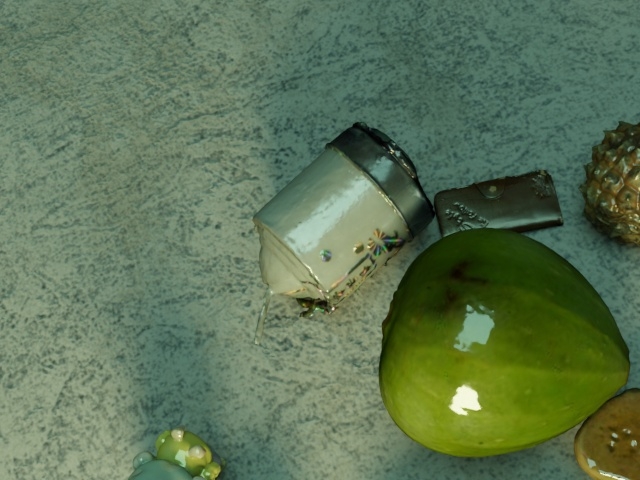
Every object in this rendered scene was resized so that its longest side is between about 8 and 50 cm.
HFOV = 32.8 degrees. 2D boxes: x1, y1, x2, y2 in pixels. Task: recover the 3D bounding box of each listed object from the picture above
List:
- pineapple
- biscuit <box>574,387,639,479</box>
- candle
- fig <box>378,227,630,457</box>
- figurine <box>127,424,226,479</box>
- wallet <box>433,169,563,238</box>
[{"bbox_3d":[0.447,-0.095,1.493,0.166,0.166,0.193,15,71,16],"label":"pineapple"},{"bbox_3d":[0.514,0.334,1.326,0.368,0.076,0.394,-24,58,-8],"label":"biscuit"},{"bbox_3d":[0.000,0.000,1.522,0.330,0.187,0.187,-43,68,-7],"label":"candle"},{"bbox_3d":[0.234,0.136,1.374,0.316,0.316,0.316,-4,68,9],"label":"fig"},{"bbox_3d":[-0.195,0.324,1.399,0.127,0.235,0.155,34,78,20],"label":"figurine"},{"bbox_3d":[0.256,-0.047,1.578,0.176,0.026,0.095,-12,65,5],"label":"wallet"}]
